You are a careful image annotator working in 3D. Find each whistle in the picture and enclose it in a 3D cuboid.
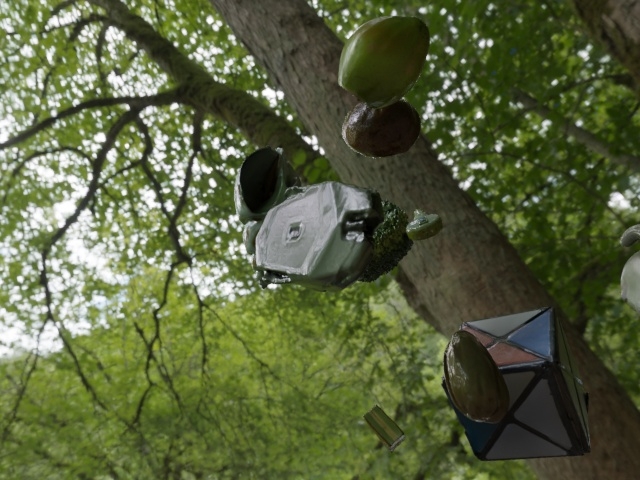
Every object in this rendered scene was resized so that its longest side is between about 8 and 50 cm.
[{"bbox_3d":[0.293,-0.056,1.455,0.104,0.057,0.198,-21,17,12],"label":"whistle"}]

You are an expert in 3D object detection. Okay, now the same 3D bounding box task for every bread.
[{"bbox_3d":[0.217,0.647,1.743,0.074,0.139,0.084,-39,-33,-18],"label":"bread"}]

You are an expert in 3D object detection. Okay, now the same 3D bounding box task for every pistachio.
[{"bbox_3d":[0.346,0.307,1.141,0.131,0.206,0.129,-4,-29,-12],"label":"pistachio"}]

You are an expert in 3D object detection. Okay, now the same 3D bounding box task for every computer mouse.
[{"bbox_3d":[0.004,0.001,1.094,0.145,0.228,0.429,22,-14,-30],"label":"computer mouse"}]

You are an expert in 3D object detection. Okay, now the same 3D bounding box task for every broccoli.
[{"bbox_3d":[0.197,-0.037,1.735,0.249,0.302,0.375,-2,32,25],"label":"broccoli"}]

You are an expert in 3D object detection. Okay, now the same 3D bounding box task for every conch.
[{"bbox_3d":[-0.138,-0.065,1.411,0.249,0.368,0.197,15,-31,-30],"label":"conch"}]

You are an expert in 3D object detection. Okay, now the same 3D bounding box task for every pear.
[{"bbox_3d":[0.147,-0.415,1.151,0.220,0.187,0.187,-53,-29,16],"label":"pear"}]

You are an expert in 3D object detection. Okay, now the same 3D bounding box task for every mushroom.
[{"bbox_3d":[0.205,-0.416,1.800,0.263,0.283,0.195,-45,-54,-9],"label":"mushroom"}]

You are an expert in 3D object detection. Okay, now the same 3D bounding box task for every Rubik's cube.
[{"bbox_3d":[0.557,0.410,1.430,0.307,0.310,0.305,-20,14,30],"label":"Rubik's cube"}]

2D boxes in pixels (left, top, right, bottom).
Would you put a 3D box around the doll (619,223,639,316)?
[{"bbox_3d":[0.898,0.118,1.191,0.215,0.370,0.226,-71,-3,-79],"label":"doll"}]
